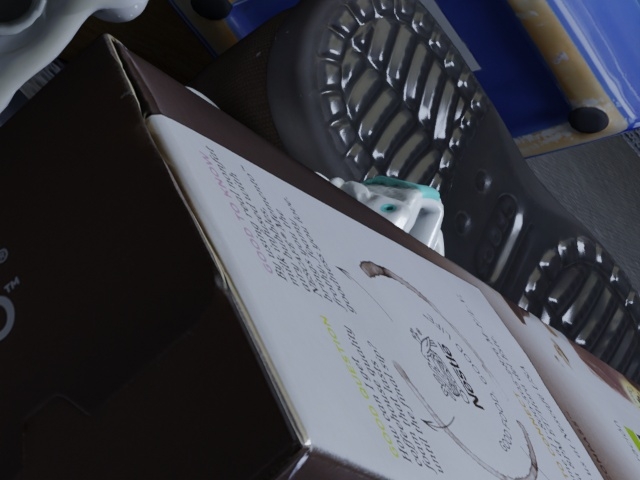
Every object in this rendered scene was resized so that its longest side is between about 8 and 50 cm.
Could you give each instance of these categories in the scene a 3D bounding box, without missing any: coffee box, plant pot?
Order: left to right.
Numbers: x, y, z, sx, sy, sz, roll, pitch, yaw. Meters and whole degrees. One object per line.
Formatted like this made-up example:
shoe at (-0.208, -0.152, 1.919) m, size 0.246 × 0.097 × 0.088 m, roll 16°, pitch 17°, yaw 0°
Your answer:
coffee box at (-0.003, 0.093, 0.463) m, size 0.297 × 0.168 × 0.119 m, roll 32°, pitch 24°, yaw -50°
plant pot at (0.052, -0.162, 0.850) m, size 0.236 × 0.236 × 0.212 m, roll 49°, pitch 39°, yaw -39°

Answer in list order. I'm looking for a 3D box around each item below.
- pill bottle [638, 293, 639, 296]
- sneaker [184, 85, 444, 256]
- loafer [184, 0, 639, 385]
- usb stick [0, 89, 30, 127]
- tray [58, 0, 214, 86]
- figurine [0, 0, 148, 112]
pill bottle at (0.191, 0.121, 1.012) m, size 0.219 × 0.123 × 0.123 m, roll 44°, pitch 17°, yaw -23°
sneaker at (0.000, 0.000, 0.647) m, size 0.080 × 0.094 × 0.212 m, roll 35°, pitch 17°, yaw -50°
loafer at (0.055, 0.026, 0.829) m, size 0.134 × 0.130 × 0.366 m, roll -55°, pitch 128°, yaw -34°
usb stick at (-0.055, 0.041, 0.665) m, size 0.278 × 0.045 × 0.077 m, roll 47°, pitch 9°, yaw -13°
tray at (-0.058, -0.146, 1.027) m, size 0.411 × 0.076 × 0.203 m, roll 24°, pitch 31°, yaw -56°
figurine at (-0.168, -0.147, 0.641) m, size 0.215 × 0.092 × 0.209 m, roll 28°, pitch 16°, yaw -15°
